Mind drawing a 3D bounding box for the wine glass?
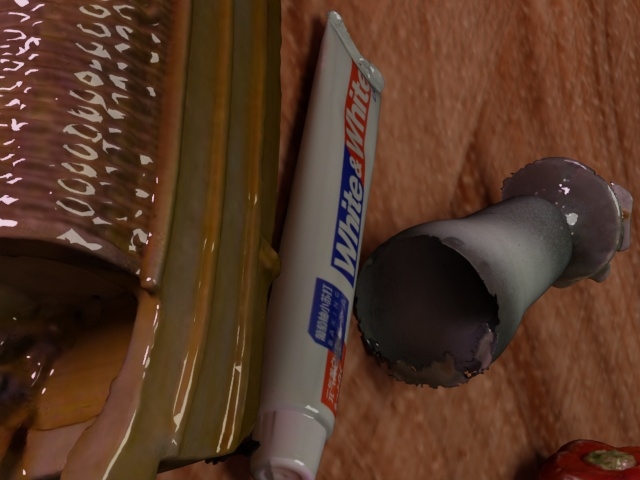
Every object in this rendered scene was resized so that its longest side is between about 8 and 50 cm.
[{"bbox_3d":[0.081,0.010,0.754,0.155,0.072,0.072,-28,103,-56],"label":"wine glass"}]

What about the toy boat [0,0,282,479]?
[{"bbox_3d":[-0.070,-0.047,0.535,0.115,0.089,0.310,27,58,-46],"label":"toy boat"}]

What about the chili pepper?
[{"bbox_3d":[0.142,0.155,0.799,0.070,0.073,0.123,-169,-114,-81],"label":"chili pepper"}]

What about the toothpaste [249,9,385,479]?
[{"bbox_3d":[0.000,0.000,0.679,0.052,0.033,0.218,50,38,-41],"label":"toothpaste"}]
